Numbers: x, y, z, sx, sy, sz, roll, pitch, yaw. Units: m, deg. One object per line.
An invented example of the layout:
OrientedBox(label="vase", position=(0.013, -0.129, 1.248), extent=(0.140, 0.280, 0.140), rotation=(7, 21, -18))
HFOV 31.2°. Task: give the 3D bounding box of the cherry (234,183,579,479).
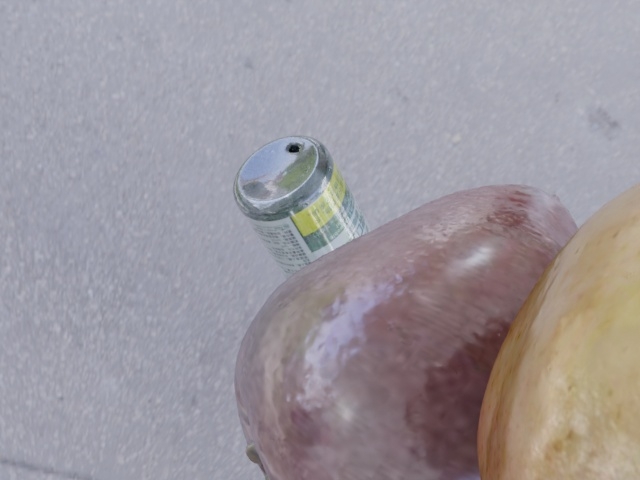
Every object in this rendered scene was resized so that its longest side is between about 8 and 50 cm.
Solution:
OrientedBox(label="cherry", position=(0.067, 0.091, 0.758), extent=(0.307, 0.261, 0.221), rotation=(-45, 91, -9))

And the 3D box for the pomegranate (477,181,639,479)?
OrientedBox(label="pomegranate", position=(0.220, 0.123, 0.494), extent=(0.338, 0.338, 0.338), rotation=(5, 68, -12))

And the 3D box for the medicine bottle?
OrientedBox(label="medicine bottle", position=(0.000, 0.000, 1.578), extent=(0.141, 0.293, 0.141), rotation=(-15, 45, 16))
